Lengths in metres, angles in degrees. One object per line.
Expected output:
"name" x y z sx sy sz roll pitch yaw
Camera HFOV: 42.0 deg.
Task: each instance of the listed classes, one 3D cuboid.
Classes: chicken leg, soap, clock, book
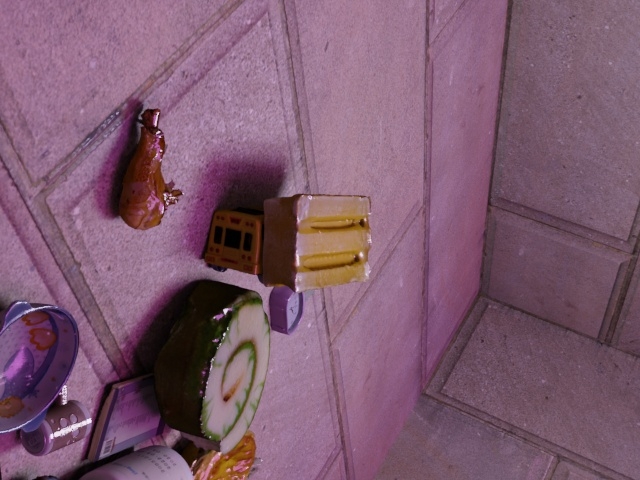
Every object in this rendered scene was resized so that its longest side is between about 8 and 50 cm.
"chicken leg" -0.279 -0.117 1.384 0.101 0.085 0.207 2 104 -30
"soap" 0.000 0.000 1.750 0.315 0.091 0.199 -6 97 -58
"clock" -0.078 0.163 2.124 0.110 0.050 0.152 -49 151 -39
"book" -0.368 0.341 1.669 0.231 0.026 0.157 -5 116 -66

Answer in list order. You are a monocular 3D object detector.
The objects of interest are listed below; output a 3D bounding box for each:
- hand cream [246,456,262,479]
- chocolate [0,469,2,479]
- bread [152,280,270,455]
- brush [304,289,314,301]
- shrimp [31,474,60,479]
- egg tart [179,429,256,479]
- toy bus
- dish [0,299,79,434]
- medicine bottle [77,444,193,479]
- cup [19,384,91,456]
"hand cream" -0.217 0.650 2.286 0.165 0.037 0.057 -36 141 -43
"chocolate" -0.531 0.248 0.959 0.283 0.284 0.186 -45 132 -44
"bread" -0.224 0.276 1.748 0.366 0.129 0.381 -37 135 -67
"brush" -0.027 0.070 2.211 0.083 0.011 0.205 -48 149 -39
"shrimp" -0.515 0.561 1.348 0.137 0.172 0.372 80 31 -60
"egg tart" -0.266 0.549 1.970 0.295 0.116 0.294 -48 152 -37
"toy bus" -0.099 -0.003 1.806 0.331 0.145 0.151 -11 110 -61
"dish" -0.467 0.176 1.217 0.228 0.086 0.236 -12 121 -62
"medicine bottle" -0.384 0.507 1.594 0.293 0.170 0.170 -4 114 -64
"cup" -0.443 0.303 1.397 0.099 0.074 0.102 -15 123 -63
